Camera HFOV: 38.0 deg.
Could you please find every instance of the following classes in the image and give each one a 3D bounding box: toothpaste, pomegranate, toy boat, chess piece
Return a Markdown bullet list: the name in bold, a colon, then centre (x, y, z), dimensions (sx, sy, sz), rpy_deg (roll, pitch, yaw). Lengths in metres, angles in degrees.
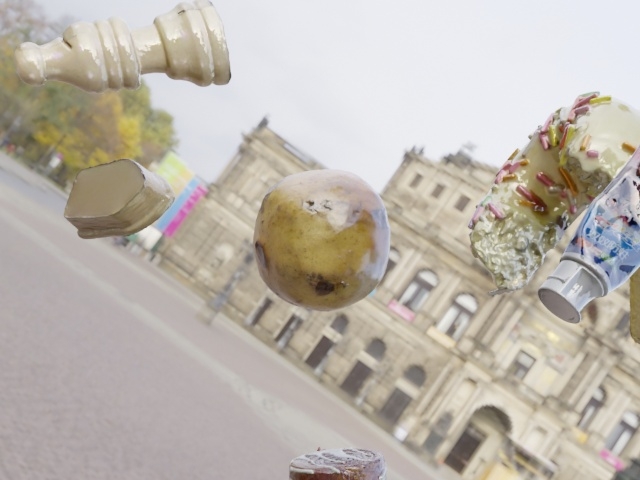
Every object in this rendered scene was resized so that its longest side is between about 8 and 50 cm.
- **toothpaste**: centre (0.347, -0.019, 1.060), dimensions (0.096, 0.266, 0.061), rpy_deg (39, -19, 15)
- **pomegranate**: centre (0.000, 0.000, 1.759), dimensions (0.281, 0.281, 0.281), rpy_deg (35, -6, 5)
- **toy boat**: centre (-0.318, -0.068, 1.473), dimensions (0.188, 0.116, 0.061), rpy_deg (-7, -33, 31)
- **chess piece**: centre (-0.303, -0.280, 1.411), dimensions (0.124, 0.307, 0.139), rpy_deg (-164, -118, -71)

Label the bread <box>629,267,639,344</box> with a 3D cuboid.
- **bread**: centre (0.716, 0.024, 1.736), dimensions (0.323, 0.333, 0.143), rpy_deg (-13, 13, -33)

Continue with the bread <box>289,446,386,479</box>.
- **bread**: centre (0.025, 0.370, 1.448), dimensions (0.160, 0.073, 0.160), rpy_deg (-8, 1, 0)

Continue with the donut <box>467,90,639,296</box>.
- **donut**: centre (0.397, -0.099, 1.528), dimensions (0.150, 0.307, 0.371), rpy_deg (39, -46, -5)
